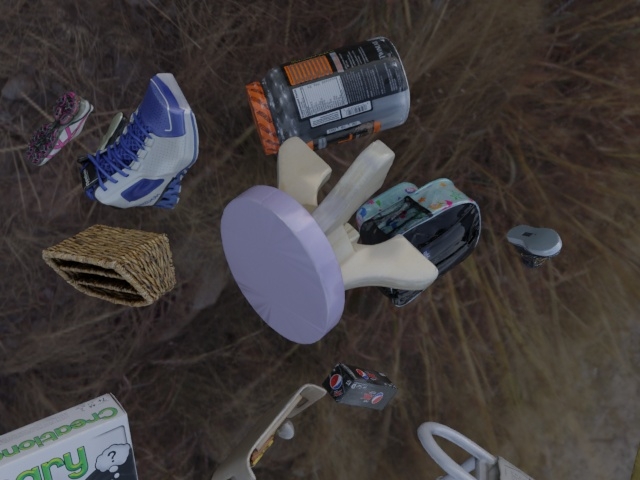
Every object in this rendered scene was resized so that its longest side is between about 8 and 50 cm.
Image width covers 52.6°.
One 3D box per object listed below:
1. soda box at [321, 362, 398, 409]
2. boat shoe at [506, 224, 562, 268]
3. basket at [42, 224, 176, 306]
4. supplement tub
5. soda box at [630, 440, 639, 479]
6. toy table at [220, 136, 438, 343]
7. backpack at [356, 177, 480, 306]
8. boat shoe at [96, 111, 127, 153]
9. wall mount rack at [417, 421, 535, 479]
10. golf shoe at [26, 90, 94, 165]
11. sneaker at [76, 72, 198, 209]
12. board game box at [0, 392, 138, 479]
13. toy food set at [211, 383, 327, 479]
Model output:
[{"bbox_3d":[0.079,0.284,1.251,0.060,0.053,0.169,-53,141,8],"label":"soda box"},{"bbox_3d":[0.465,0.021,1.364,0.065,0.183,0.083,-35,104,-1],"label":"boat shoe"},{"bbox_3d":[-0.593,0.098,1.830,0.299,0.223,0.214,7,115,24],"label":"basket"},{"bbox_3d":[0.014,-0.317,1.460,0.337,0.207,0.207,-17,125,-4],"label":"supplement tub"},{"bbox_3d":[0.533,0.381,1.034,0.181,0.058,0.061,-35,122,-49],"label":"soda box"},{"bbox_3d":[0.000,0.000,0.765,0.161,0.274,0.252,-39,87,-25],"label":"toy table"},{"bbox_3d":[0.209,-0.012,1.374,0.253,0.191,0.225,-29,139,-9],"label":"backpack"},{"bbox_3d":[-0.440,-0.222,1.390,0.042,0.049,0.133,19,133,-27],"label":"boat shoe"},{"bbox_3d":[0.226,0.325,0.671,0.131,0.350,0.304,-58,168,7],"label":"wall mount rack"},{"bbox_3d":[-0.568,-0.235,1.424,0.186,0.067,0.086,-49,158,8],"label":"golf shoe"},{"bbox_3d":[-0.343,-0.146,1.189,0.182,0.127,0.315,-18,155,-32],"label":"sneaker"},{"bbox_3d":[-0.308,0.281,0.567,0.305,0.053,0.193,-18,116,-34],"label":"board game box"},{"bbox_3d":[-0.123,0.500,1.605,0.092,0.306,0.220,45,137,0],"label":"toy food set"}]
